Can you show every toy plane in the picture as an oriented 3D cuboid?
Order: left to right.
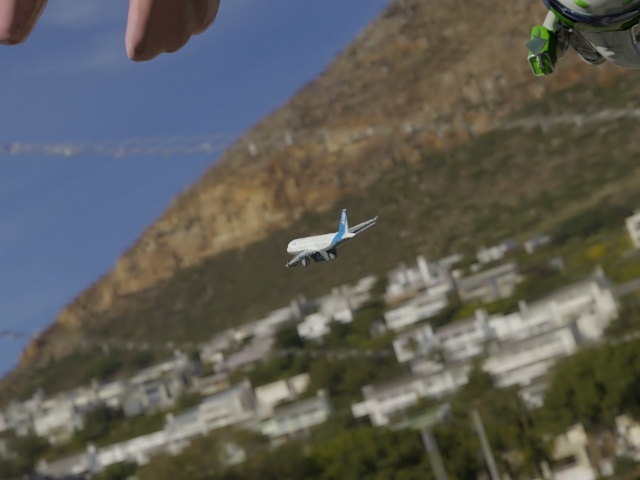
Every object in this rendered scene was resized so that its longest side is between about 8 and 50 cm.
[{"bbox_3d":[0.002,0.002,1.029,0.078,0.024,0.084,-28,-2,-33],"label":"toy plane"}]

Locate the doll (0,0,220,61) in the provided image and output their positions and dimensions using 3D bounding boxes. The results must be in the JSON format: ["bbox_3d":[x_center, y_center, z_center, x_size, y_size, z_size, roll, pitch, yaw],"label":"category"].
[{"bbox_3d":[-0.059,-0.158,0.412,0.093,0.211,0.262,18,-30,23],"label":"doll"}]

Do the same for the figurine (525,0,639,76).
[{"bbox_3d":[0.226,-0.201,1.270,0.147,0.126,0.192,-14,-24,6],"label":"figurine"}]
